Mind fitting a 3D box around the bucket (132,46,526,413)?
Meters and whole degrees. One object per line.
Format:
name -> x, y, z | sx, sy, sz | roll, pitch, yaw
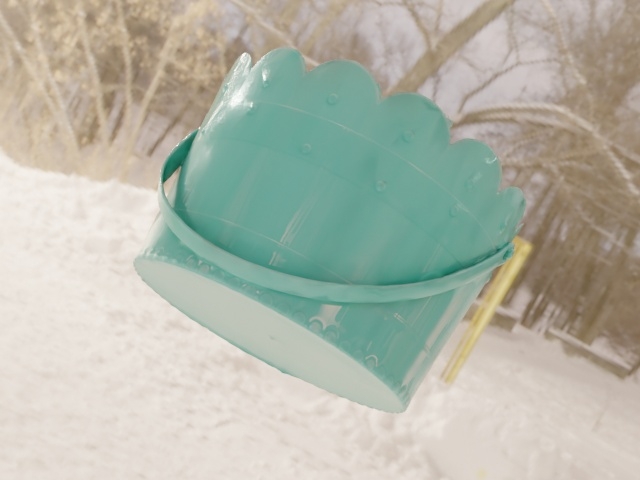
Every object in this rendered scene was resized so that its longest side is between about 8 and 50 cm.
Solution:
bucket -> 0.000, 0.000, 0.765 | 0.281, 0.183, 0.281 | 26, -16, 8
